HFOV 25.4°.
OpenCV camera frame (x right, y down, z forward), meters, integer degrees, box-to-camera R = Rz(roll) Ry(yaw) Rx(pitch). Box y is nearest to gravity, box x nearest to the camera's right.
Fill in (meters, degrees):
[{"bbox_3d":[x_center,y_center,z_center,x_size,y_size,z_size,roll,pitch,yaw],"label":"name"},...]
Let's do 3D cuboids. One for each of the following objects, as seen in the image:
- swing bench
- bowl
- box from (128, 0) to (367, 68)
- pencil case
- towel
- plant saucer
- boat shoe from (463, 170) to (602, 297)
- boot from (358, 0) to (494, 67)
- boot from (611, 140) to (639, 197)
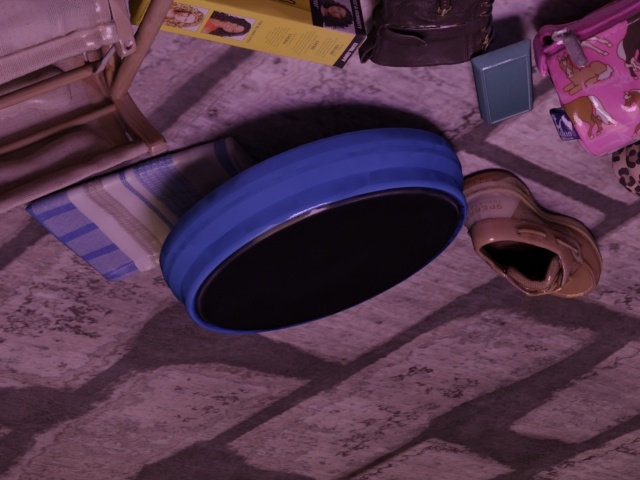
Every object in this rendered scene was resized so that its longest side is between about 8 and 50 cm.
[{"bbox_3d":[-0.276,-0.164,1.264,0.253,0.165,0.254,-25,151,-29],"label":"swing bench"},{"bbox_3d":[0.000,0.000,1.738,0.391,0.077,0.391,-19,158,-8],"label":"bowl"},{"bbox_3d":[-0.072,-0.237,1.391,0.232,0.087,0.058,9,145,-26],"label":"box"},{"bbox_3d":[0.412,-0.229,1.460,0.386,0.160,0.167,-25,178,27],"label":"pencil case"},{"bbox_3d":[-0.192,-0.033,1.768,0.285,0.034,0.209,-17,149,15],"label":"towel"},{"bbox_3d":[0.208,-0.173,1.589,0.067,0.018,0.192,-19,164,5],"label":"plant saucer"},{"bbox_3d":[0.284,0.024,1.909,0.122,0.110,0.341,-26,146,28],"label":"boat shoe"},{"bbox_3d":[0.161,-0.258,1.431,0.263,0.091,0.229,-6,156,4],"label":"boot"},{"bbox_3d":[0.541,-0.148,1.633,0.377,0.138,0.284,-26,-174,-38],"label":"boot"}]
